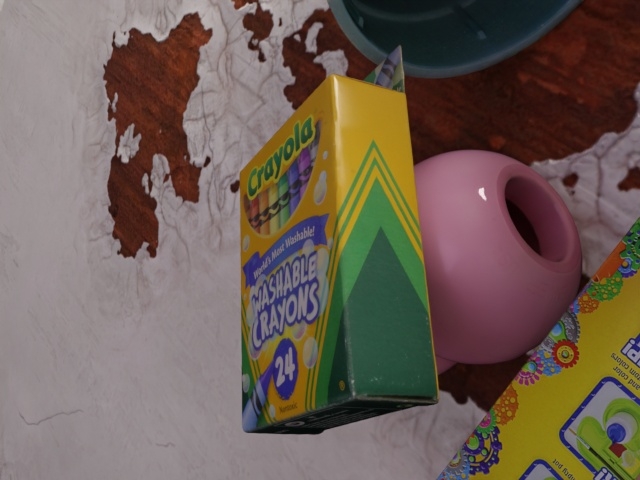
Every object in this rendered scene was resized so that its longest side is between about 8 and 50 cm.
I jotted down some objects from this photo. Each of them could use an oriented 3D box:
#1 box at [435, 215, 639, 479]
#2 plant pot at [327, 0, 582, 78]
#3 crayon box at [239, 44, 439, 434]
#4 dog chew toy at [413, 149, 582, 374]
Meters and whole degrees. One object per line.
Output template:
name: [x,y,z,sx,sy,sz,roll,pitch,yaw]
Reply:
box: [0.267,0.146,0.504,0.177,0.290,0.279,46,115,36]
plant pot: [0.087,-0.395,0.717,0.341,0.341,0.334,-54,46,25]
crayon box: [0.000,0.000,0.653,0.203,0.083,0.322,-36,51,54]
dog chew toy: [0.097,0.050,0.743,0.332,0.207,0.206,-36,63,44]
